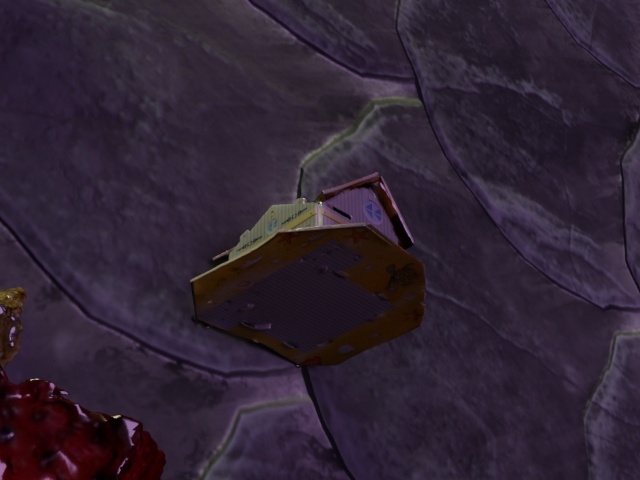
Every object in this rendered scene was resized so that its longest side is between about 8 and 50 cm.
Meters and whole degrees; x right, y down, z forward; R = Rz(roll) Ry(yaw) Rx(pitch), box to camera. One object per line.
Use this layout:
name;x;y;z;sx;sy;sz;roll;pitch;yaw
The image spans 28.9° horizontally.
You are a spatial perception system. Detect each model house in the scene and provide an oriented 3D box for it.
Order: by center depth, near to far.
model house;0.000;0.000;1.150;0.207;0.219;0.136;28;45;-34

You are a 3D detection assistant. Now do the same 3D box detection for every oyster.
oyster;-0.259;0.067;0.981;0.051;0.034;0.093;35;43;-38

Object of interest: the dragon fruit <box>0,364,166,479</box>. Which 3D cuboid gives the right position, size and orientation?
dragon fruit;-0.283;0.242;0.820;0.286;0.228;0.329;17;73;-2
